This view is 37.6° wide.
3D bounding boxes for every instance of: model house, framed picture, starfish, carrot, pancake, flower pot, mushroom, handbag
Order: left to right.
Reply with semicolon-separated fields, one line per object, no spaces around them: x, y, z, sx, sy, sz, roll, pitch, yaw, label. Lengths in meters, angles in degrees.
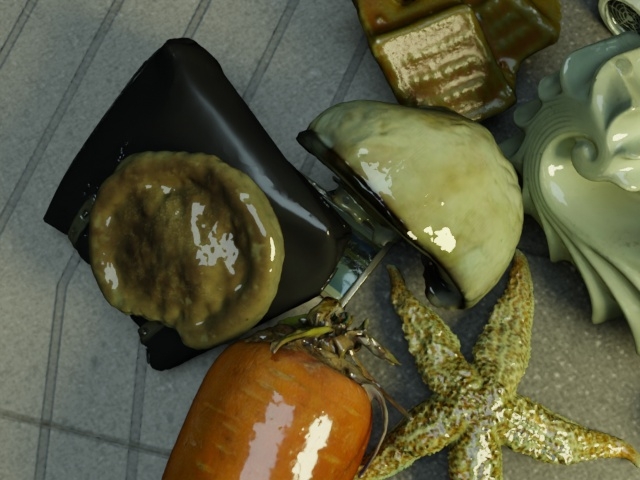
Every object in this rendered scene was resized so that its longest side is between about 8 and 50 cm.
-0.152;0.007;1.011;0.236;0.042;0.222;41;111;15;pancake
-0.156;-0.027;1.102;0.288;0.152;0.342;-40;76;10;handbag
-0.044;0.206;1.000;0.193;0.214;0.331;33;71;-34;carrot
0.000;0.000;1.148;0.149;0.011;0.109;37;81;11;framed picture
0.117;-0.066;1.014;0.164;0.189;0.267;-43;86;-7;mushroom
0.157;0.183;1.064;0.347;0.078;0.358;-38;76;-3;starfish
0.166;-0.258;1.117;0.268;0.173;0.239;-22;75;1;model house
0.354;-0.025;0.996;0.165;0.254;0.367;-25;76;-25;flower pot

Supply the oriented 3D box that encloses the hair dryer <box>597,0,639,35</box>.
0.349;-0.404;1.196;0.173;0.107;0.357;-42;68;-7;hair dryer
